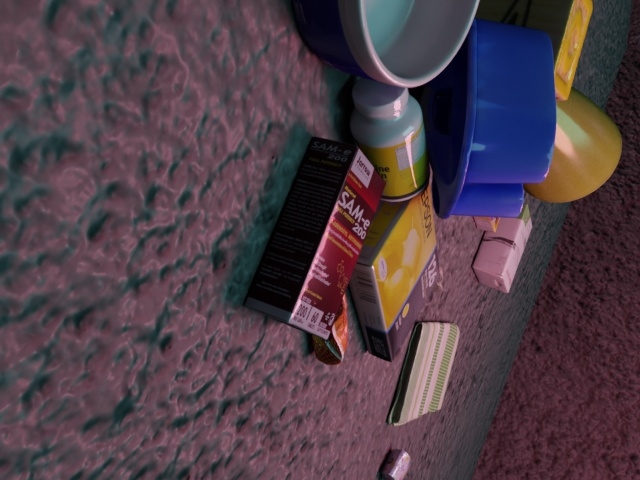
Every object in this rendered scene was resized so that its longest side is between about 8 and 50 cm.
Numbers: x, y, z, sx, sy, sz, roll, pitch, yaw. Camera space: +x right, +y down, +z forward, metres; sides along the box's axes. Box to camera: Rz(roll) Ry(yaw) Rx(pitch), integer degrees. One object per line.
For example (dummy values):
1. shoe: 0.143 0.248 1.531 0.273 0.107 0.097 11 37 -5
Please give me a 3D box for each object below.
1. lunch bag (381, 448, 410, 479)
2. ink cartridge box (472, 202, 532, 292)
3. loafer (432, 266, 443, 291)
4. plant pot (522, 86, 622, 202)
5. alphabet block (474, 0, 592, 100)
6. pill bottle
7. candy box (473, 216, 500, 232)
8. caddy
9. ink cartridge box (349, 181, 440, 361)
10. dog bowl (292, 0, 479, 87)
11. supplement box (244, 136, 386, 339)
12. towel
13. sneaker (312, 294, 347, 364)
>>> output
1. lunch bag: 0.179 0.539 1.529 0.071 0.053 0.083 -55 158 -26
2. ink cartridge box: 0.513 0.016 1.804 0.219 0.092 0.160 -66 152 -13
3. loafer: 0.247 0.074 1.405 0.125 0.045 0.039 65 32 -62
4. plant pot: 0.551 -0.275 1.564 0.293 0.274 0.275 30 78 -47
5. alphabet block: 0.376 -0.382 1.203 0.192 0.197 0.194 -8 112 -61
6. pill bottle: 0.098 -0.149 0.921 0.103 0.103 0.184 -58 149 -26
7. candy box: 0.421 -0.105 1.608 0.109 0.053 0.187 -67 154 -12
8. caddy: 0.244 -0.194 1.018 0.241 0.179 0.341 95 1 -64
9. ink cartridge box: 0.158 0.019 1.172 0.307 0.072 0.304 -54 147 -28
10. dog bowl: 0.088 -0.322 0.757 0.265 0.104 0.265 -30 131 -40
11. supplement box: 0.000 0.000 0.857 0.130 0.073 0.240 37 71 -61
12. towel: 0.264 0.318 1.579 0.325 0.038 0.248 13 93 -61
13. sneaker: 0.012 0.112 0.975 0.067 0.064 0.175 -72 167 -50
